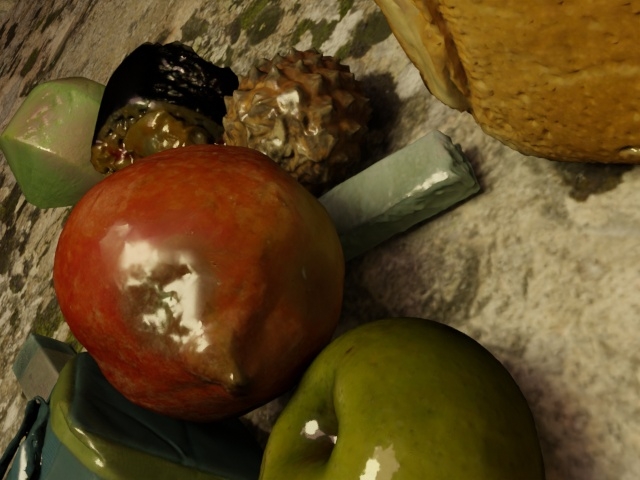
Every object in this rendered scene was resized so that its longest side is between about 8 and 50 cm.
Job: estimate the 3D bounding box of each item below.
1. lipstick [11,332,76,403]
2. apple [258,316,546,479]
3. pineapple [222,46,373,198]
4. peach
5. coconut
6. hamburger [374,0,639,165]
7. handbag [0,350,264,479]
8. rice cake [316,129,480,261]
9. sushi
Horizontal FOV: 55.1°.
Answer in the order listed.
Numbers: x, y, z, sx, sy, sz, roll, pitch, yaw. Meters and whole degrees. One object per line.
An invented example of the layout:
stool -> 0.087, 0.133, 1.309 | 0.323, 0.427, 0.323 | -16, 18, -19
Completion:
lipstick -> -0.339, 0.218, 0.830 | 0.317, 0.068, 0.066 | 23, 83, 49
apple -> 0.053, 0.149, 0.401 | 0.196, 0.157, 0.196 | -42, 32, 34
pineapple -> -0.022, -0.130, 0.664 | 0.166, 0.166, 0.193 | -28, 19, 31
peach -> -0.087, 0.041, 0.491 | 0.232, 0.232, 0.256 | -46, 28, 16
coconut -> -0.428, -0.159, 1.047 | 0.236, 0.204, 0.235 | 0, 75, -2
hamburger -> 0.179, -0.183, 0.375 | 0.284, 0.304, 0.174 | 12, 66, 39
handbag -> -0.177, 0.252, 0.520 | 0.263, 0.222, 0.241 | 12, 75, 64
rice cake -> 0.000, 0.000, 0.623 | 0.336, 0.063, 0.066 | -29, 53, 30
sushi -> -0.178, -0.111, 0.778 | 0.200, 0.213, 0.203 | 113, 168, -52
